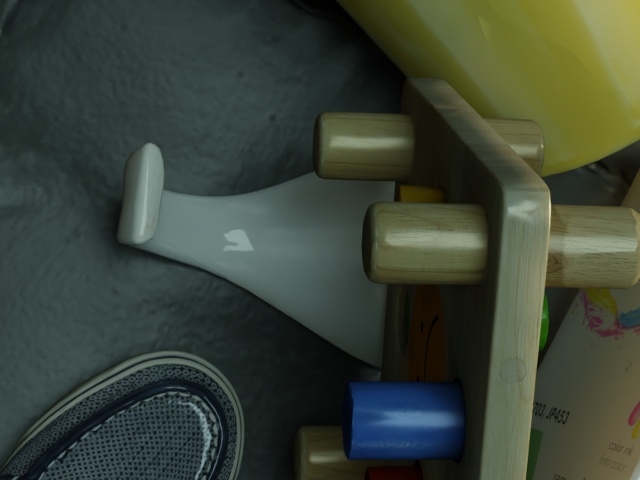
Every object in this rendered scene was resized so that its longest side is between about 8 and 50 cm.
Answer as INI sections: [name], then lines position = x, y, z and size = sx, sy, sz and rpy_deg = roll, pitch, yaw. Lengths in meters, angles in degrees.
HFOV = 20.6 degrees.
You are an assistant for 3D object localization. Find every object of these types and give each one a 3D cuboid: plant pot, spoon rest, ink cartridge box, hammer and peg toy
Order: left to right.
[spoon rest]
position = 0.000, 0.000, 1.029
size = 0.276, 0.084, 0.137
rpy_deg = 13, 78, -31
[hammer and peg toy]
position = 0.064, 0.117, 0.890
size = 0.127, 0.266, 0.361
rpy_deg = 1, 105, -8
[plant pot]
position = 0.113, -0.177, 1.010
size = 0.254, 0.254, 0.239
rpy_deg = -41, 111, -21
[ink cartridge box]
position = 0.234, 0.042, 0.997
size = 0.119, 0.207, 0.353
rpy_deg = 29, 84, -12

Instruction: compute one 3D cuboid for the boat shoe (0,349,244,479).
[boat shoe]
position = -0.144, 0.190, 0.893
size = 0.127, 0.158, 0.340
rpy_deg = 43, 71, -9
